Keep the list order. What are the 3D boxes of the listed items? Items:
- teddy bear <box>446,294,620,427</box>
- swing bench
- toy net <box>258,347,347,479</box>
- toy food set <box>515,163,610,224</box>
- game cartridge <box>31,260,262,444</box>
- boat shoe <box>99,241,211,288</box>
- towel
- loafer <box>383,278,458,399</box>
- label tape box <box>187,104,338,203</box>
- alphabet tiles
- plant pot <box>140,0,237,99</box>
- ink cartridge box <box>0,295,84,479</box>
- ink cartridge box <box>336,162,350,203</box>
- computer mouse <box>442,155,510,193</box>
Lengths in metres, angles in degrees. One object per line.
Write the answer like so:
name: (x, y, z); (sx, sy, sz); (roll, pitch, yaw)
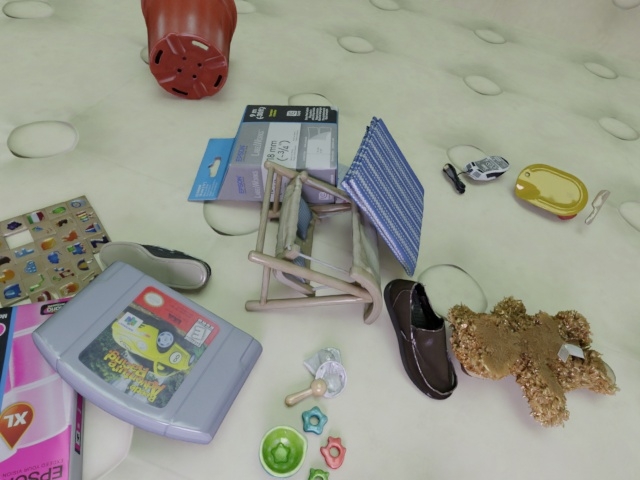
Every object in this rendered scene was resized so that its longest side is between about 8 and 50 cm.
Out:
teddy bear: (0.382, 0.206, 0.751); (0.337, 0.113, 0.245); (-8, 59, -28)
swing bench: (0.000, 0.000, 0.791); (0.254, 0.165, 0.254); (7, 49, -7)
toy net: (0.000, 0.265, 0.643); (0.122, 0.045, 0.232); (23, 49, 8)
toy food set: (0.624, -0.115, 1.094); (0.217, 0.071, 0.128); (28, 74, 15)
game cartridge: (-0.255, 0.168, 0.624); (0.294, 0.060, 0.196); (30, 45, 0)
boat shoe: (-0.304, 0.046, 0.768); (0.205, 0.075, 0.065); (12, 7, 3)
towel: (0.149, -0.111, 0.887); (0.243, 0.040, 0.336); (52, 34, -21)
loafer: (0.177, 0.167, 0.703); (0.080, 0.078, 0.220); (-21, 83, -28)
label tape box: (-0.126, -0.204, 0.941); (0.333, 0.106, 0.241); (1, 48, 1)
alphabet tiles: (-0.502, 0.022, 0.769); (0.198, 0.009, 0.237); (-26, 60, -30)
plant pot: (-0.365, -0.559, 1.143); (0.272, 0.272, 0.265); (-1, 59, -13)
ink cartridge box: (-0.423, 0.256, 0.553); (0.175, 0.069, 0.371); (-8, 54, -19)
ink cartridge box: (0.077, -0.123, 0.986); (0.122, 0.052, 0.089); (25, 50, 12)
computer mouse: (0.432, -0.184, 1.124); (0.192, 0.042, 0.106); (-14, 49, -15)
